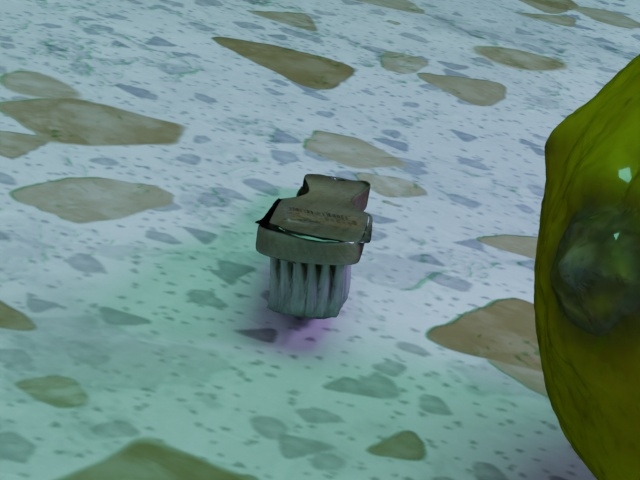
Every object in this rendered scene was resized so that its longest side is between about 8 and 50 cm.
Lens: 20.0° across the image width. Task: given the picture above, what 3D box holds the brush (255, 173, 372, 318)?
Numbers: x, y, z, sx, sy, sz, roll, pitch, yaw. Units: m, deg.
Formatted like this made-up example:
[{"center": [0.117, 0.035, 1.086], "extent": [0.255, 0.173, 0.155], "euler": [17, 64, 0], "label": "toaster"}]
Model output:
[{"center": [0.000, 0.000, 1.220], "extent": [0.070, 0.065, 0.327], "euler": [8, 10, 2], "label": "brush"}]

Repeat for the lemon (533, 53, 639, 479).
[{"center": [0.275, 0.024, 0.909], "extent": [0.387, 0.349, 0.350], "euler": [7, 19, -39], "label": "lemon"}]
